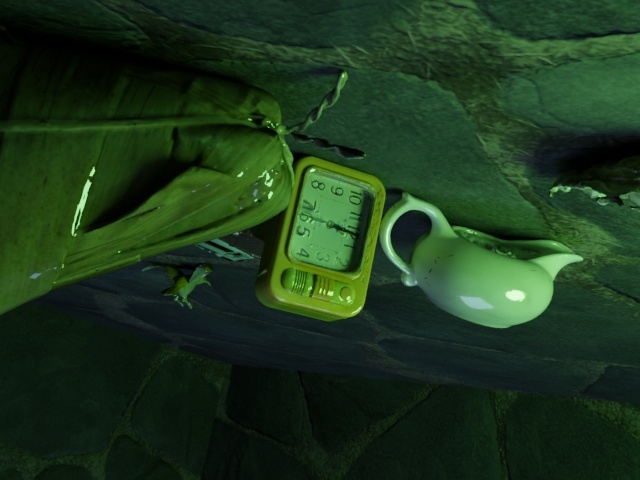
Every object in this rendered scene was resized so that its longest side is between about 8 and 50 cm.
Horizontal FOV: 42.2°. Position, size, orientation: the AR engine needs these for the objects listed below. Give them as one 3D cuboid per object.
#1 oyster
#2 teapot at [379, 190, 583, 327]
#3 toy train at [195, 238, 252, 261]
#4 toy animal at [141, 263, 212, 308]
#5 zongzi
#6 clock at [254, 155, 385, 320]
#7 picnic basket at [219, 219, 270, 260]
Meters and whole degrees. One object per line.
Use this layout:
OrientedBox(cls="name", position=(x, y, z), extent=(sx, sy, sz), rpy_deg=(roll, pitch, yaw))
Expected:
OrientedBox(cls="oyster", position=(0.345, -0.066, 0.916), extent=(0.133, 0.072, 0.209), rpy_deg=(9, -175, -13))
OrientedBox(cls="teapot", position=(0.221, 0.032, 1.205), extent=(0.300, 0.166, 0.208), rpy_deg=(25, -158, -19))
OrientedBox(cls="toy train", position=(-0.250, -0.071, 1.277), extent=(0.088, 0.086, 0.407), rpy_deg=(-3, 159, 44))
OrientedBox(cls="toy animal", position=(-0.317, 0.110, 1.956), extent=(0.219, 0.095, 0.155), rpy_deg=(3, 158, 31))
OrientedBox(cls="zongzi", position=(-0.227, 0.022, 0.886), extent=(0.500, 0.467, 0.218), rpy_deg=(11, 159, 0))
OrientedBox(cls="clock", position=(0.000, 0.000, 1.128), extent=(0.143, 0.202, 0.096), rpy_deg=(15, 165, -13))
OrientedBox(cls="picnic basket", position=(-0.081, -0.037, 1.219), extent=(0.079, 0.115, 0.164), rpy_deg=(-2, 160, 33))
